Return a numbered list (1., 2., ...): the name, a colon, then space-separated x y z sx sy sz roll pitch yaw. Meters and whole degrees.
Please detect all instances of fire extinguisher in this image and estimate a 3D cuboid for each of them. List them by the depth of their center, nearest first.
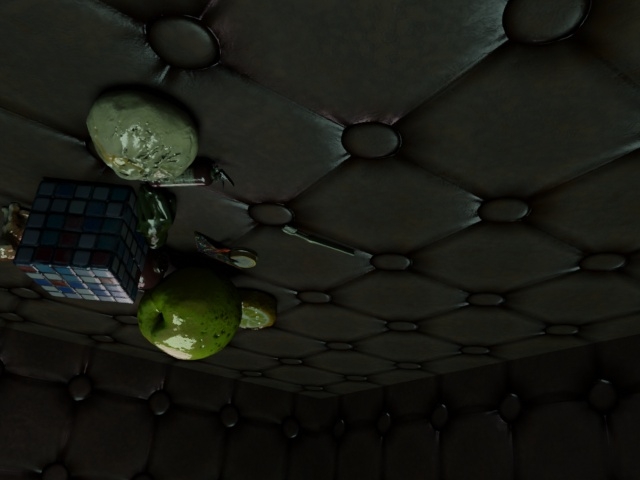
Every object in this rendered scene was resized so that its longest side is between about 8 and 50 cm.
1. fire extinguisher: -0.356 -0.174 1.534 0.231 0.071 0.099 1 134 9

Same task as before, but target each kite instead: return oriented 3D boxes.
1. kite: -0.379 0.038 1.986 0.189 0.009 0.232 -4 142 45

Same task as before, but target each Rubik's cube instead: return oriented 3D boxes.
1. Rubik's cube: -0.723 0.009 1.734 0.287 0.291 0.293 5 156 0

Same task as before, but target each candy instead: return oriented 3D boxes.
1. candy: -0.314 0.304 2.421 0.260 0.117 0.259 3 151 1

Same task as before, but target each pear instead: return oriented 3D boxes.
1. pear: -0.507 0.278 2.120 0.392 0.390 0.391 4 153 2

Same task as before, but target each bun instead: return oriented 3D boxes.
1. bun: -0.438 -0.236 1.356 0.288 0.146 0.287 4 151 2

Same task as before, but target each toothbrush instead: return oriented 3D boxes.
1. toothbrush: -0.003 0.003 1.872 0.294 0.026 0.028 23 133 -29

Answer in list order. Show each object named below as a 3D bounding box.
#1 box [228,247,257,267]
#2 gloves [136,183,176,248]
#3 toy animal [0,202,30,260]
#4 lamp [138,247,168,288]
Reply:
1. box: -0.285 0.064 2.031 0.106 0.037 0.105 5 153 3
2. gloves: -0.512 -0.069 1.726 0.135 0.107 0.268 -27 150 -28
3. toy animal: -1.004 -0.004 1.871 0.104 0.185 0.184 -20 144 38
4. lamp: -0.680 0.094 2.031 0.258 0.180 0.180 -4 151 20
